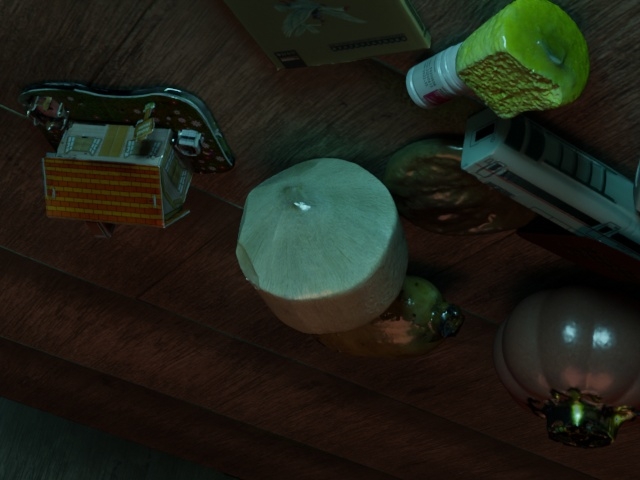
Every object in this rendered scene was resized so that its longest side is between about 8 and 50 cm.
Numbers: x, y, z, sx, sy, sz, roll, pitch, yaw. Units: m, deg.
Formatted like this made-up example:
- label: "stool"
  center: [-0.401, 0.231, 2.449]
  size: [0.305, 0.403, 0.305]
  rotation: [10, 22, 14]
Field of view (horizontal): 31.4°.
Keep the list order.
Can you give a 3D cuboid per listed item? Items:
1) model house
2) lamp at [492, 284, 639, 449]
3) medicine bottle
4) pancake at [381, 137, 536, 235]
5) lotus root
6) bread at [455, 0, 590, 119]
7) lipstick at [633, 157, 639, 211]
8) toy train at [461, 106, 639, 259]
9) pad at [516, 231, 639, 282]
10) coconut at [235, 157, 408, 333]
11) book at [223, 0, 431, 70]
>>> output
- label: "model house"
  center: [-0.298, -0.106, 1.644]
  size: [0.294, 0.154, 0.207]
  rotation: [5, 153, 17]
- label: "lamp"
  center: [0.426, 0.208, 1.837]
  size: [0.305, 0.239, 0.305]
  rotation: [9, 153, 5]
- label: "medicine bottle"
  center: [0.153, -0.199, 1.371]
  size: [0.058, 0.058, 0.091]
  rotation: [29, 149, -30]
- label: "pancake"
  center: [0.200, -0.063, 1.623]
  size: [0.242, 0.050, 0.242]
  rotation: [10, 154, 5]
- label: "lotus root"
  center: [0.111, 0.126, 1.930]
  size: [0.284, 0.146, 0.160]
  rotation: [1, 171, 36]
- label: "bread"
  center: [0.228, -0.204, 1.273]
  size: [0.129, 0.111, 0.114]
  rotation: [45, 148, -18]
- label: "lipstick"
  center: [0.433, -0.122, 1.375]
  size: [0.077, 0.079, 0.253]
  rotation: [7, 153, 10]
- label: "toy train"
  center: [0.370, -0.057, 1.528]
  size: [0.407, 0.086, 0.088]
  rotation: [26, 147, -26]
- label: "pad"
  center: [0.398, 0.027, 1.629]
  size: [0.181, 0.004, 0.267]
  rotation: [25, 176, -13]
- label: "coconut"
  center: [0.000, 0.000, 1.634]
  size: [0.237, 0.237, 0.266]
  rotation: [4, 158, 17]
- label: "book"
  center: [-0.029, -0.304, 1.291]
  size: [0.217, 0.021, 0.310]
  rotation: [-4, 149, 29]
